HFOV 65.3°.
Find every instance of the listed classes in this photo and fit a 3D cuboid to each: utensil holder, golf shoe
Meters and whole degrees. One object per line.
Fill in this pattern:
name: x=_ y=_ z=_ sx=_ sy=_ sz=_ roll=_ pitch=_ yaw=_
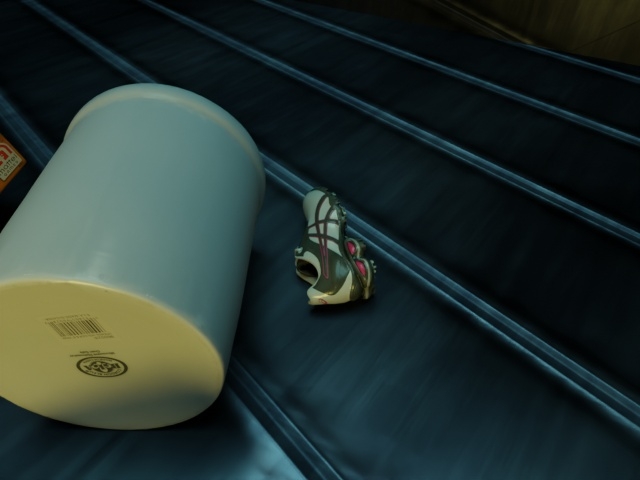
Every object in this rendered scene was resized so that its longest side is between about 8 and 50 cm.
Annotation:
utensil holder: x=-0.257 y=0.017 z=0.708 sx=0.327 sy=0.328 sz=0.386 roll=0 pitch=44 yaw=0
golf shoe: x=0.000 y=0.000 z=0.890 sx=0.120 sy=0.105 sz=0.273 roll=-17 pitch=43 yaw=-9

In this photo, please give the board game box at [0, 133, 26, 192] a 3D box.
board game box: x=-0.811 y=-0.145 z=0.789 sx=0.356 sy=0.356 sz=0.356 roll=16 pitch=63 yaw=18
